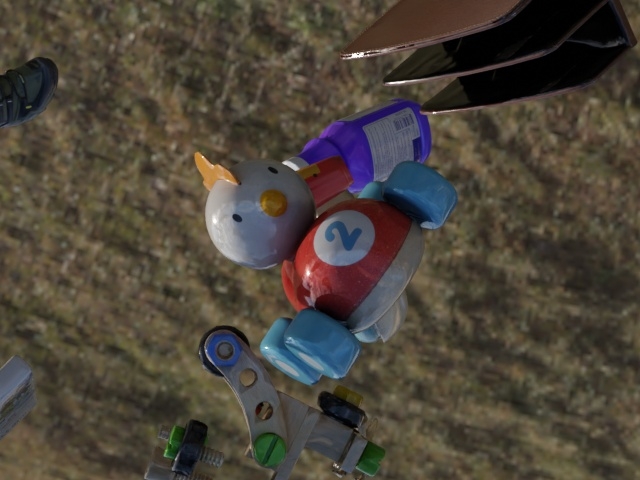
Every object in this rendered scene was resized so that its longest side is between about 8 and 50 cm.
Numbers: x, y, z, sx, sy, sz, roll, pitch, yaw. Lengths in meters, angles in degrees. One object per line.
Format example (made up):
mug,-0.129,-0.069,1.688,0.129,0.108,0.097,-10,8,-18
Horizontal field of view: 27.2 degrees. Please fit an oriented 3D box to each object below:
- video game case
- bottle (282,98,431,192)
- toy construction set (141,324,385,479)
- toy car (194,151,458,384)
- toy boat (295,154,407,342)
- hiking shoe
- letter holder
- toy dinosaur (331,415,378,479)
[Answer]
video game case,-0.516,0.305,1.799,0.036,0.329,0.300,43,162,3
bottle,0.054,-0.135,2.072,0.092,0.282,0.118,9,117,45
toy construction set,-0.069,0.264,1.497,0.237,0.258,0.309,21,150,-7
toy car,-0.030,-0.013,1.316,0.238,0.219,0.210,35,165,-7
toy boat,0.000,0.000,1.818,0.148,0.267,0.318,-28,147,0
hiking shoe,-0.530,-0.226,2.147,0.227,0.086,0.114,-34,168,6
letter holder,0.202,-0.242,1.677,0.301,0.214,0.152,-4,122,50
toy dinosaur,0.059,0.293,1.850,0.053,0.093,0.183,23,162,16
